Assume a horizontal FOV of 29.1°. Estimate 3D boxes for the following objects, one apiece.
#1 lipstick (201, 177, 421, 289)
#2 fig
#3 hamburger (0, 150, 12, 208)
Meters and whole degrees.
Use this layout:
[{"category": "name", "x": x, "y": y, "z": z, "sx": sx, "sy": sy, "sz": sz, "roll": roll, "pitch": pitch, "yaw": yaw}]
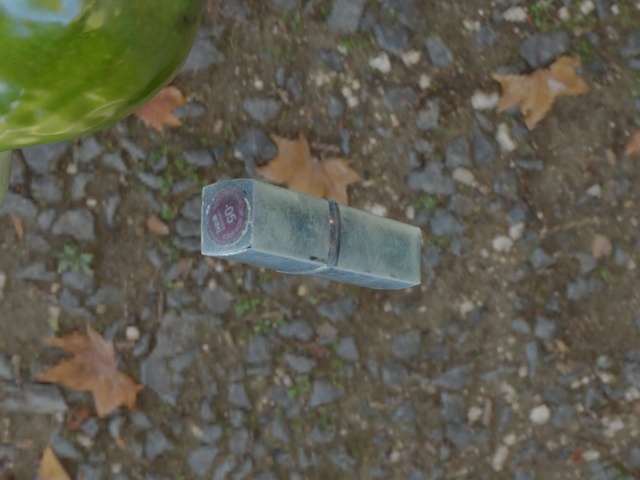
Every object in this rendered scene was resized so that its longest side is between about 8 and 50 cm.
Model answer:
[{"category": "lipstick", "x": 0.000, "y": 0.000, "z": 1.256, "sx": 0.077, "sy": 0.076, "sz": 0.289, "roll": -8, "pitch": 165, "yaw": 37}, {"category": "fig", "x": -0.241, "y": -0.194, "z": 1.027, "sx": 0.314, "sy": 0.233, "sz": 0.233, "roll": -25, "pitch": 124, "yaw": 24}, {"category": "hamburger", "x": -0.428, "y": -0.086, "z": 1.539, "sx": 0.062, "sy": 0.133, "sz": 0.140, "roll": 13, "pitch": 152, "yaw": 8}]
